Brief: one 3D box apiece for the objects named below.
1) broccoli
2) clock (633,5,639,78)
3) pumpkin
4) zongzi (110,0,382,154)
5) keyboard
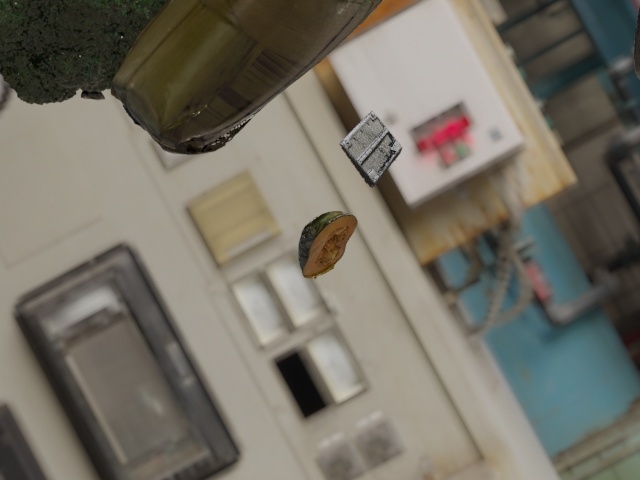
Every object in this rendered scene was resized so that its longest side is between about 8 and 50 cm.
[{"bbox_3d":[-0.291,-0.320,2.010,0.304,0.321,0.283,-45,38,-1],"label":"broccoli"},{"bbox_3d":[0.369,-0.248,1.794,0.040,0.184,0.184,17,19,22],"label":"clock"},{"bbox_3d":[0.000,-0.001,1.529,0.050,0.028,0.083,-22,-34,-35],"label":"pumpkin"},{"bbox_3d":[-0.033,-0.179,1.534,0.260,0.123,0.289,-52,-18,9],"label":"zongzi"},{"bbox_3d":[0.060,-0.106,2.019,0.010,0.063,0.198,-36,4,18],"label":"keyboard"}]
